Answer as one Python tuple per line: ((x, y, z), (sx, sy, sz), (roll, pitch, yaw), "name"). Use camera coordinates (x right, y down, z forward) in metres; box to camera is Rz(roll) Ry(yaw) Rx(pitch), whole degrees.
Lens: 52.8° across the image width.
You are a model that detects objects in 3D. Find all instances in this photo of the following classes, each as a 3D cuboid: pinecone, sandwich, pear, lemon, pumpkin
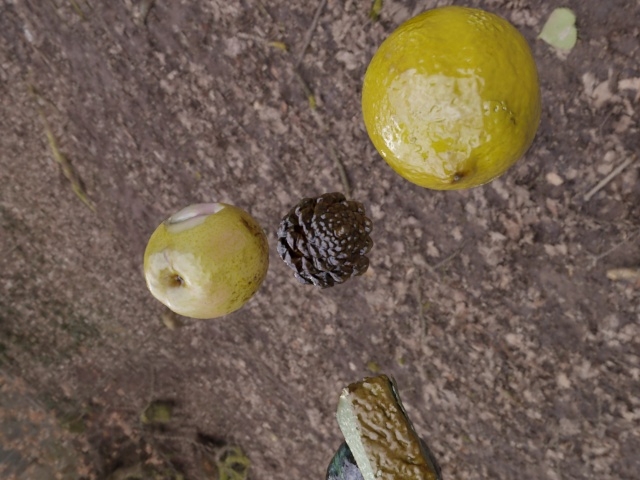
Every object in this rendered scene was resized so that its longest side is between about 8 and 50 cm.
((0.000, 0.000, 1.625), (0.244, 0.244, 0.309), (49, 167, -15), "pinecone")
((0.105, 0.308, 0.830), (0.226, 0.087, 0.251), (95, 154, -67), "sandwich")
((-0.163, 0.028, 0.908), (0.178, 0.178, 0.178), (29, 149, 20), "pear")
((0.198, -0.213, 0.980), (0.293, 0.293, 0.293), (29, 149, 20), "lemon")
((0.161, 0.615, 1.587), (0.315, 0.315, 0.238), (41, -169, -2), "pumpkin")
